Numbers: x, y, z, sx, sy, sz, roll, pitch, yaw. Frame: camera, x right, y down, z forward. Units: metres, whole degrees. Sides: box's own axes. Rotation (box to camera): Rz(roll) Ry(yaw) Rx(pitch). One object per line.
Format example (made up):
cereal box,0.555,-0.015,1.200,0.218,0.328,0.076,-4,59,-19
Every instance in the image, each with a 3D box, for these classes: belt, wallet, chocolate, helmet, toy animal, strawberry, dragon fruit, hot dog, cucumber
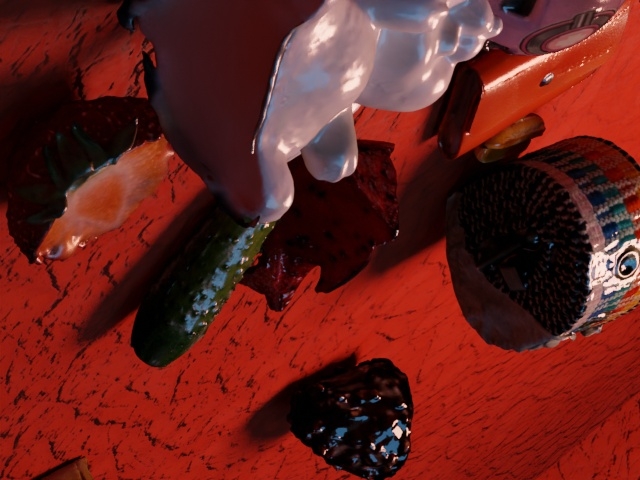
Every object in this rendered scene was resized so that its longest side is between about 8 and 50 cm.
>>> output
belt,0.244,0.006,2.098,0.150,0.207,0.257,-18,171,-33
wallet,0.209,-0.165,1.936,0.204,0.045,0.142,-31,158,-27
chocolate,0.019,0.202,2.287,0.133,0.156,0.156,8,134,-31
helmet,0.178,-0.227,1.562,0.198,0.154,0.253,-18,141,-15
toy animal,-0.008,-0.149,1.397,0.289,0.174,0.249,1,122,-60
strawberry,-0.169,-0.049,1.444,0.146,0.082,0.187,-33,166,-5
dragon fruit,0.007,-0.008,1.804,0.192,0.122,0.092,-57,170,32
hot dog,0.190,-0.112,2.032,0.056,0.041,0.133,-42,167,28
cucumber,-0.098,0.023,1.750,0.227,0.069,0.069,-53,157,21

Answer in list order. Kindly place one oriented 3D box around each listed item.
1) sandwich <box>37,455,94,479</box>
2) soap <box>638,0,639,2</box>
sandwich,-0.243,0.361,1.953,0.198,0.227,0.155,-26,156,-35
soap,0.337,-0.311,1.828,0.122,0.065,0.203,-37,160,-11
